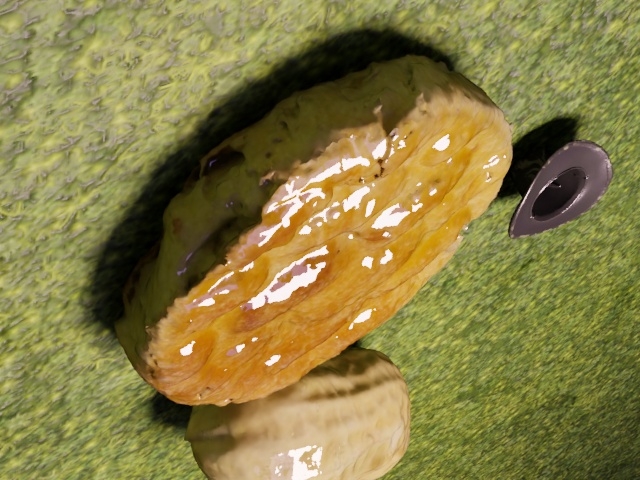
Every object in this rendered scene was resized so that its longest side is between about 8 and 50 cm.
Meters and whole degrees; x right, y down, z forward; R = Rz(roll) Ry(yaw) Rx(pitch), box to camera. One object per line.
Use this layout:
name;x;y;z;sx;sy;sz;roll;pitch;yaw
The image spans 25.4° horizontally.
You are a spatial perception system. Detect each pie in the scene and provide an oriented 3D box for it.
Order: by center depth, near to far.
pie;0.000;0.000;1.013;0.339;0.083;0.339;-33;158;-15

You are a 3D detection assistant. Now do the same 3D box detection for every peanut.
peanut;-0.005;0.161;1.249;0.147;0.147;0.305;-48;159;25

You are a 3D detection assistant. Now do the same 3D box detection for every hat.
hat;0.195;-0.049;1.227;0.121;0.050;0.121;-27;149;-18
